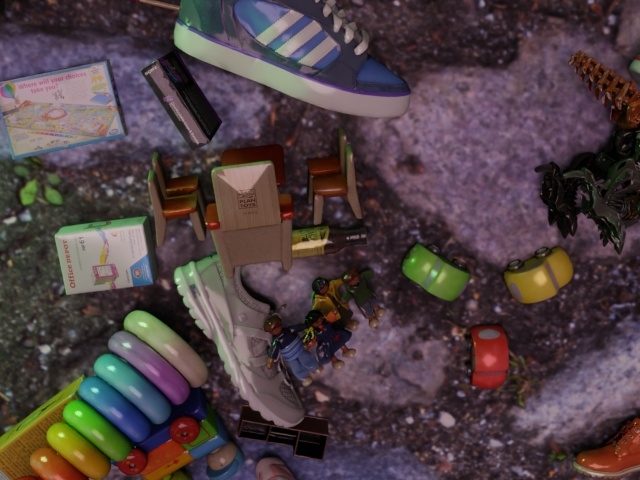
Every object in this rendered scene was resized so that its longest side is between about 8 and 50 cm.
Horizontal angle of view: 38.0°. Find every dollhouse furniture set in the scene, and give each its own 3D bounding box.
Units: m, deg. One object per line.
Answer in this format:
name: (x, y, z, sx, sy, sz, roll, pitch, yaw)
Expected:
dollhouse furniture set: (-0.084, -0.072, 1.149, 0.262, 0.259, 0.135, -8, 114, -2)

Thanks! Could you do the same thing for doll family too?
doll family: (0.002, 0.110, 1.274, 0.193, 0.076, 0.111, -52, 126, -28)

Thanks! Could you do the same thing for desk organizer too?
desk organizer: (-0.055, 0.279, 1.349, 0.130, 0.050, 0.047, 11, 104, -5)

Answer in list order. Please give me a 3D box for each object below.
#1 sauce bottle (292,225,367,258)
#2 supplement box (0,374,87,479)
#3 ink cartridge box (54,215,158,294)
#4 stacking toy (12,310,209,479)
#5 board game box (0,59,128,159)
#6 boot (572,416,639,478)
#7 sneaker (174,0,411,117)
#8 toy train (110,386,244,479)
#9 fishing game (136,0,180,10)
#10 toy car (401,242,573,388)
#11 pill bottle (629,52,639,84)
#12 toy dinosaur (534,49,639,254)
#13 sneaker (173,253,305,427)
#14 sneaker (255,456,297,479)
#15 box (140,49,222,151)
sauce bottle: (0.000, 0.000, 1.283, 0.128, 0.042, 0.042, -9, 105, -2)
supplement box: (-0.410, 0.296, 1.327, 0.233, 0.078, 0.080, -39, 103, 8)
ink cartridge box: (-0.292, 0.021, 1.271, 0.123, 0.052, 0.088, -7, 105, 1)
stacking toy: (-0.302, 0.253, 1.221, 0.141, 0.141, 0.330, 45, 71, -12)
board game box: (-0.344, -0.173, 1.231, 0.154, 0.026, 0.103, -11, 105, 1)
boot: (0.447, 0.303, 1.374, 0.158, 0.059, 0.084, -7, 102, -9)
sneaker: (-0.008, -0.304, 1.144, 0.323, 0.130, 0.236, 18, 111, -6)
toy train: (-0.243, 0.324, 1.336, 0.248, 0.105, 0.143, -32, 117, 6)
fishing game: (-0.178, -0.419, 1.166, 0.189, 0.041, 0.264, 13, 106, -6)
toy car: (0.217, 0.080, 1.305, 0.225, 0.053, 0.239, 29, 102, -9)
pill bottle: (0.499, -0.259, 1.198, 0.108, 0.108, 0.180, 38, 101, -11)
toy dinosaur: (0.413, -0.099, 1.243, 0.218, 0.164, 0.322, -36, 85, -8)
sneaker: (-0.087, 0.136, 1.283, 0.115, 0.105, 0.281, -31, 107, 0)
sneaker: (-0.052, 0.365, 1.378, 0.051, 0.070, 0.134, -39, 132, -1)
box: (-0.172, -0.179, 1.166, 0.029, 0.162, 0.116, -31, 104, 6)
